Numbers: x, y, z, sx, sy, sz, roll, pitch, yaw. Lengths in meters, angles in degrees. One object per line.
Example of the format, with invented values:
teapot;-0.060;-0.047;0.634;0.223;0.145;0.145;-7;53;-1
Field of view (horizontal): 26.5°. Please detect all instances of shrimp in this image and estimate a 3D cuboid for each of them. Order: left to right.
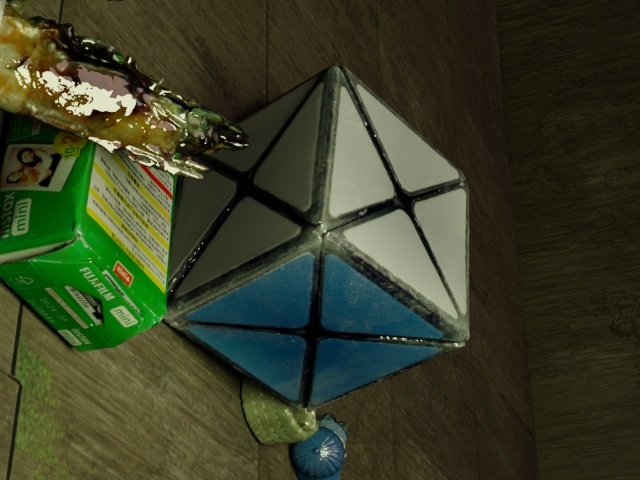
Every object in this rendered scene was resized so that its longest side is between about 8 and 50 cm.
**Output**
shrimp;-0.214;-0.186;1.178;0.364;0.071;0.233;22;47;-29

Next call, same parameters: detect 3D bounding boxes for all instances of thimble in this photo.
thimble;-0.048;0.200;1.632;0.084;0.062;0.110;-79;150;-45

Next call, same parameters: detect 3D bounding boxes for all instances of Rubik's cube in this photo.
Rubik's cube;0.000;0.000;1.519;0.260;0.259;0.255;40;39;-36

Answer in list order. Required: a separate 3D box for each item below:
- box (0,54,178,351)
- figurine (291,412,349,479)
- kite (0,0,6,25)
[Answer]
box;-0.212;-0.044;1.257;0.180;0.103;0.250;55;28;-49
figurine;0.009;0.261;1.746;0.077;0.079;0.136;35;29;2
kite;-0.320;-0.112;1.025;0.169;0.015;0.310;5;80;-29
